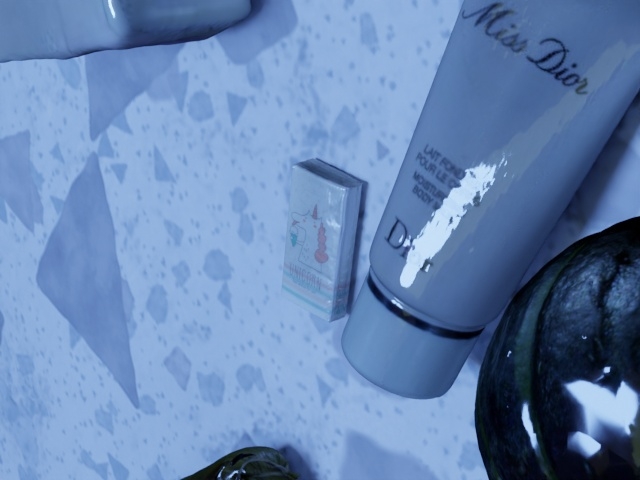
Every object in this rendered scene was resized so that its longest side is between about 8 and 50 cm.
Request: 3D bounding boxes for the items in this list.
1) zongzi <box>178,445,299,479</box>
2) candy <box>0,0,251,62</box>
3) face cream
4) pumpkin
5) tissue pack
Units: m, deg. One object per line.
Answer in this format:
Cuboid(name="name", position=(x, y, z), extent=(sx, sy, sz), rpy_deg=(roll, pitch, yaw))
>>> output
Cuboid(name="zongzi", position=(-0.107, 0.207, 1.141), extent=(0.204, 0.094, 0.205), rpy_deg=(45, 128, 38))
Cuboid(name="candy", position=(-0.181, -0.310, 0.996), extent=(0.208, 0.145, 0.358), rpy_deg=(-3, 101, 48))
Cuboid(name="face cream", position=(0.105, -0.046, 0.841), extent=(0.143, 0.089, 0.314), rpy_deg=(39, 118, 31))
Cuboid(name="pumpkin", position=(0.206, 0.086, 0.692), extent=(0.250, 0.216, 0.250), rpy_deg=(28, 152, 17))
Cuboid(name="tissue pack", position=(0.000, 0.000, 0.998), extent=(0.056, 0.023, 0.108), rpy_deg=(29, 123, 38))
